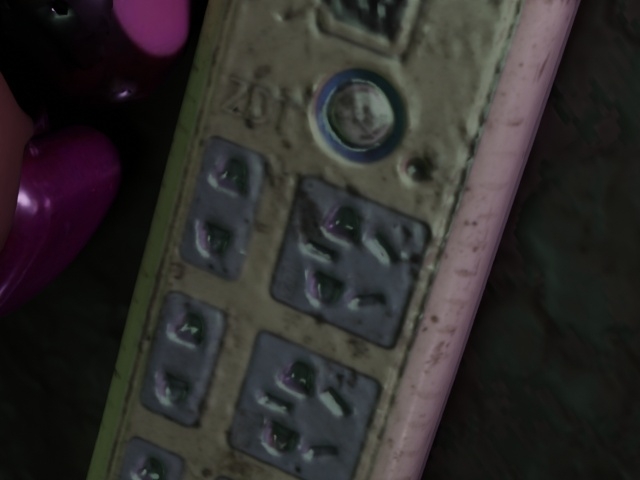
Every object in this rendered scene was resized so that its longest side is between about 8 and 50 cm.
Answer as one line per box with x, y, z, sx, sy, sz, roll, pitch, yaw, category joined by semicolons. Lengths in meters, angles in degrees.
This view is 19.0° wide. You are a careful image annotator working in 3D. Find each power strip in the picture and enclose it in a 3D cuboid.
0.000;0.000;0.511;0.092;0.034;0.268;23;113;16;power strip

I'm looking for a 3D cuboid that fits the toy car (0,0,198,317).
-0.197;-0.093;0.452;0.271;0.240;0.340;-6;103;24;toy car
